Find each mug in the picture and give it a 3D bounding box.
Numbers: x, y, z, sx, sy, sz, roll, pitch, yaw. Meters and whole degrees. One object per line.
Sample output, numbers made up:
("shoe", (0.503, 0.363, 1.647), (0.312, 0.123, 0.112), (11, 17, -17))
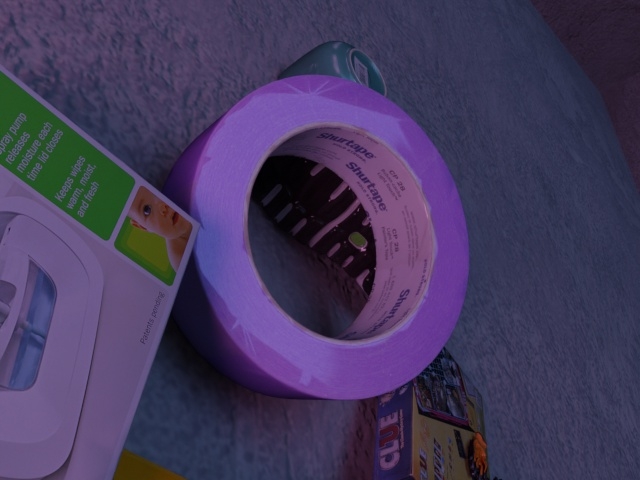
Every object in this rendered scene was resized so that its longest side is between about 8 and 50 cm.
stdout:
("mug", (0.031, -0.173, 0.866), (0.157, 0.097, 0.129), (60, 32, -2))

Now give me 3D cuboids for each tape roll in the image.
("tape roll", (0.000, 0.000, 0.603), (0.275, 0.090, 0.274), (7, 76, -31))

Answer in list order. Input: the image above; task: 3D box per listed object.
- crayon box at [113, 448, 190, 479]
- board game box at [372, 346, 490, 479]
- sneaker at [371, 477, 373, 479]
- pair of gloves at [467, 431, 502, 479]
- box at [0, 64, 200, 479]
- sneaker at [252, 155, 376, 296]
("crayon box", (-0.066, 0.259, 0.419), (0.278, 0.081, 0.165), (39, 39, -31))
("board game box", (0.121, 0.203, 0.718), (0.165, 0.042, 0.243), (53, 25, -21))
("sneaker", (0.075, 0.257, 0.673), (0.083, 0.032, 0.037), (53, 55, -16))
("pair of gloves", (0.178, 0.248, 0.715), (0.083, 0.010, 0.074), (63, 23, 0))
("box", (-0.214, 0.038, 0.347), (0.231, 0.127, 0.262), (43, 38, -29))
("sneaker", (0.024, -0.045, 0.787), (0.281, 0.106, 0.162), (48, 17, -14))
